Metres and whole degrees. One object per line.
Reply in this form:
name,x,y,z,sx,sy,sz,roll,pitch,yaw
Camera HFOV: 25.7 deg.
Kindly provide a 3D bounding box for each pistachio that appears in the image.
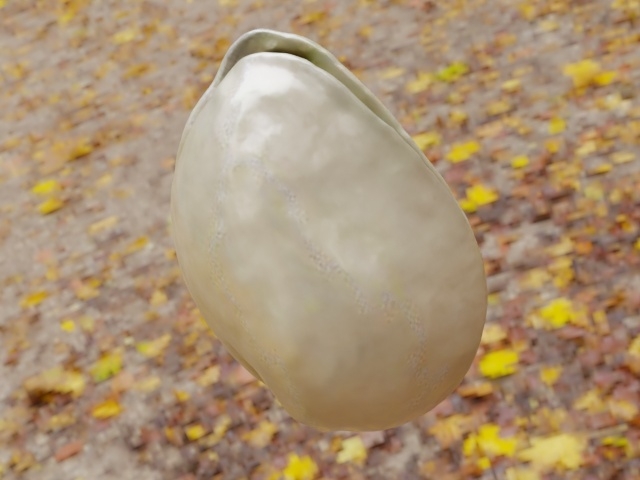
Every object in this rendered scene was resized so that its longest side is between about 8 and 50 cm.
pistachio,0.000,0.000,1.069,0.226,0.332,0.208,-18,18,23
